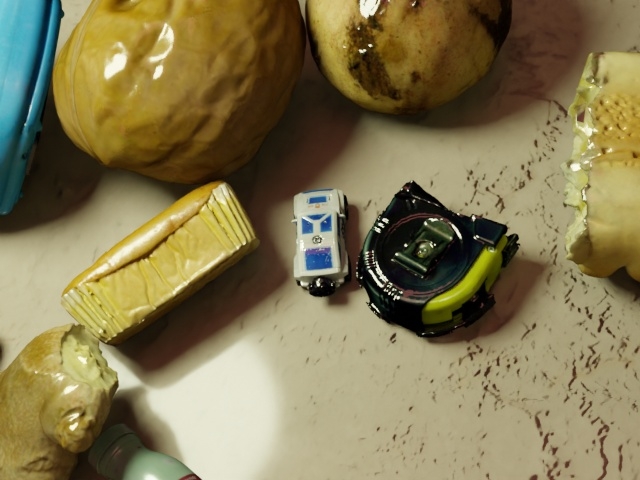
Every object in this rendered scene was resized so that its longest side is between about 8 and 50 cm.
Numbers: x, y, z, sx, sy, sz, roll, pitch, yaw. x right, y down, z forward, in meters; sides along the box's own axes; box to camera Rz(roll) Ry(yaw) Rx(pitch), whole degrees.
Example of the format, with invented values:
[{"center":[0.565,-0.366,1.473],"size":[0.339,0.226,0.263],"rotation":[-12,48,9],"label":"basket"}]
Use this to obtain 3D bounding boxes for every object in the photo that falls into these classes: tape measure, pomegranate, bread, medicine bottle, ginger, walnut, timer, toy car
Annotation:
[{"center":[0.148,0.032,1.168],"size":[0.199,0.112,0.186],"rotation":[26,71,24],"label":"tape measure"},{"center":[0.128,-0.342,1.288],"size":[0.322,0.322,0.322],"rotation":[-5,60,8],"label":"pomegranate"},{"center":[0.443,-0.084,1.127],"size":[0.270,0.211,0.316],"rotation":[6,70,5],"label":"bread"},{"center":[-0.196,0.319,1.082],"size":[0.216,0.090,0.090],"rotation":[33,72,26],"label":"medicine bottle"},{"center":[-0.349,0.239,1.094],"size":[0.221,0.130,0.276],"rotation":[2,79,40],"label":"ginger"},{"center":[-0.221,0.035,1.217],"size":[0.288,0.152,0.119],"rotation":[-36,84,-8],"label":"bread"},{"center":[-0.204,-0.267,1.274],"size":[0.354,0.308,0.398],"rotation":[13,63,35],"label":"walnut"},{"center":[-0.483,-0.217,1.331],"size":[0.115,0.309,0.340],"rotation":[13,58,-22],"label":"timer"},{"center":[0.000,0.000,1.235],"size":[0.080,0.070,0.171],"rotation":[-5,60,7],"label":"toy car"}]
